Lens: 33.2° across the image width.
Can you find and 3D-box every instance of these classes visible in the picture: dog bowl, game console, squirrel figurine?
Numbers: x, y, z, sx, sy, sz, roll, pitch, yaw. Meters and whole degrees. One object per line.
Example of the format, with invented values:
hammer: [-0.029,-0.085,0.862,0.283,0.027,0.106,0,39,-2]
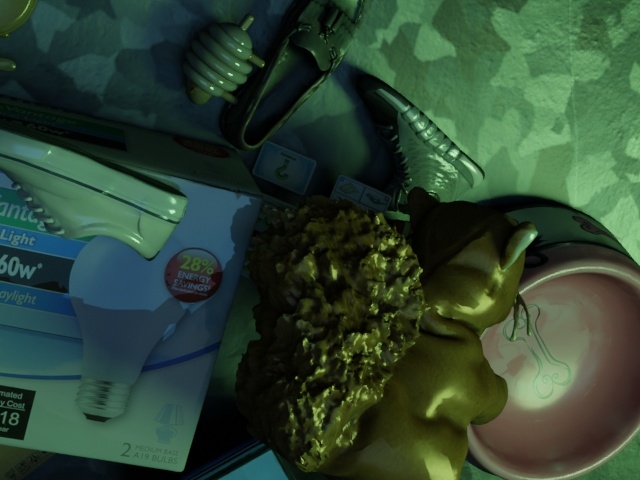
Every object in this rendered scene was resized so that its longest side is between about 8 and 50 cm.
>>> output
dog bowl: [0.312,0.162,1.511,0.407,0.150,0.408,-7,111,-18]
game console: [-0.120,0.369,1.472,0.293,0.173,0.250,-28,112,-4]
squirrel figurine: [0.091,0.101,1.225,0.397,0.281,0.371,36,82,-43]

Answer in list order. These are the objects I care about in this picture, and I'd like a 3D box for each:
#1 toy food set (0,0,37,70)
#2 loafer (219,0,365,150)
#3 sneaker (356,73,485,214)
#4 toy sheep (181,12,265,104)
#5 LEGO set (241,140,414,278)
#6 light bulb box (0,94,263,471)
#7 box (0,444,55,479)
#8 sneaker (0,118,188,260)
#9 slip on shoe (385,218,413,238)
toy food set: [-0.398,-0.303,1.258,0.132,0.038,0.192,12,99,-25]
loafer: [-0.024,-0.219,1.351,0.096,0.084,0.268,34,97,-22]
sneaker: [0.105,-0.107,1.424,0.228,0.086,0.132,39,97,-23]
toy sheep: [-0.122,-0.224,1.325,0.091,0.091,0.132,32,101,-21]
LEGO set: [0.000,0.000,1.391,0.244,0.060,0.183,24,98,6]
light bulb box: [-0.295,0.044,1.292,0.357,0.225,0.361,12,105,-17]
box: [-0.478,0.282,1.432,0.201,0.021,0.164,-37,113,0]
sneaker: [-0.264,-0.050,1.098,0.258,0.094,0.091,23,95,-20]
slip on shoe: [0.046,0.121,1.475,0.101,0.123,0.331,17,103,3]
